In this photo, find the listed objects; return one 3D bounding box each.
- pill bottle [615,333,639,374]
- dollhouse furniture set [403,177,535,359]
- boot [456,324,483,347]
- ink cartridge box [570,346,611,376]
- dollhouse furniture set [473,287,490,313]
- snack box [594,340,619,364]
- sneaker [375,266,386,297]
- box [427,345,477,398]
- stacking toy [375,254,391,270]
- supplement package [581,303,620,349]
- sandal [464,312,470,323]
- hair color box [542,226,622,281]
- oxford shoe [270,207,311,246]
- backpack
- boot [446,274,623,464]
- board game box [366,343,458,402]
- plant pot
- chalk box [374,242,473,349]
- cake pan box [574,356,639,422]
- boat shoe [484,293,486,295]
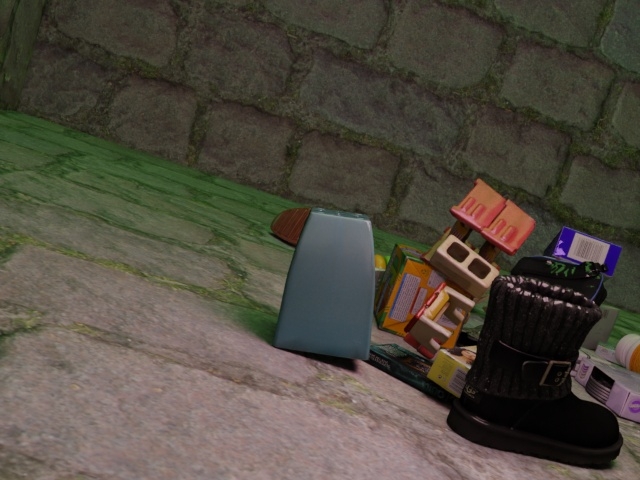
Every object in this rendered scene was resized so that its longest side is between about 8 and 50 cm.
[{"bbox_3d":[0.917,0.340,1.966,0.136,0.136,0.245,16,8,-20],"label":"pill bottle"},{"bbox_3d":[0.251,0.072,1.449,0.152,0.201,0.374,38,56,12],"label":"dollhouse furniture set"},{"bbox_3d":[0.424,0.255,1.683,0.161,0.083,0.246,2,11,-43],"label":"boot"},{"bbox_3d":[0.637,0.301,1.845,0.150,0.063,0.109,17,8,-8],"label":"ink cartridge box"},{"bbox_3d":[0.445,0.195,2.207,0.161,0.101,0.182,53,-19,-9],"label":"dollhouse furniture set"},{"bbox_3d":[0.914,0.355,2.226,0.141,0.037,0.100,22,7,22],"label":"snack box"},{"bbox_3d":[0.107,0.092,1.915,0.235,0.090,0.095,15,18,-32],"label":"sneaker"},{"bbox_3d":[0.281,0.233,1.299,0.087,0.058,0.232,31,12,30],"label":"box"},{"bbox_3d":[0.175,0.091,2.030,0.330,0.141,0.141,12,9,-15],"label":"stacking toy"},{"bbox_3d":[0.807,0.243,2.345,0.194,0.149,0.203,12,10,-45],"label":"supplement package"},{"bbox_3d":[0.370,0.202,1.951,0.049,0.072,0.180,40,3,-1],"label":"sandal"},{"bbox_3d":[0.816,0.070,2.330,0.185,0.110,0.339,22,-8,12],"label":"hair color box"},{"bbox_3d":[0.000,0.000,2.368,0.397,0.140,0.146,19,-25,41],"label":"oxford shoe"},{"bbox_3d":[0.683,0.173,2.167,0.263,0.276,0.213,27,-23,34],"label":"backpack"},{"bbox_3d":[0.382,0.207,1.157,0.348,0.260,0.131,14,9,-28],"label":"boot"},{"bbox_3d":[0.178,0.238,1.328,0.186,0.026,0.126,24,8,33],"label":"board game box"},{"bbox_3d":[0.019,0.066,1.291,0.165,0.234,0.165,9,8,-1],"label":"plant pot"},{"bbox_3d":[0.237,0.122,1.737,0.179,0.180,0.289,19,6,-3],"label":"chalk box"},{"bbox_3d":[0.749,0.363,1.671,0.267,0.070,0.246,18,5,-8],"label":"cake pan box"},{"bbox_3d":[0.466,0.112,2.386,0.122,0.110,0.341,57,-8,-15],"label":"boat shoe"}]
